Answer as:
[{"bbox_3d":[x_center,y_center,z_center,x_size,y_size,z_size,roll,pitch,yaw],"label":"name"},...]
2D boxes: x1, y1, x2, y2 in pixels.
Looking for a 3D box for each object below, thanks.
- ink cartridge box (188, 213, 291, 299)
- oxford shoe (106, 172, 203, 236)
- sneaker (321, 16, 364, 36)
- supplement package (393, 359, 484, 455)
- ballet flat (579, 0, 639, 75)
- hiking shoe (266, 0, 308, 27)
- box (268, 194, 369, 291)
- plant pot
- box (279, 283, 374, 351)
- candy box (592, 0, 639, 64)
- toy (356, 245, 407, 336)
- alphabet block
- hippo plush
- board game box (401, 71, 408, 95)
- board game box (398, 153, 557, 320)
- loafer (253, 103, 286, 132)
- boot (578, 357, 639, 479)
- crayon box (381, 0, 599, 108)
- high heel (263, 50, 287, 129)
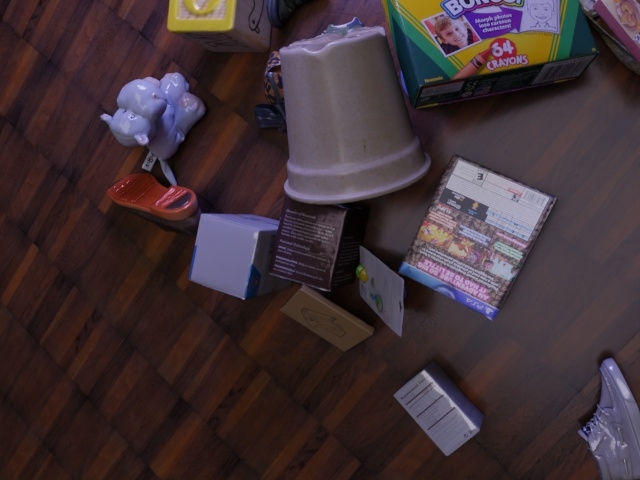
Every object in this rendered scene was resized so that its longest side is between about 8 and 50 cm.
[{"bbox_3d":[-0.181,0.031,1.479,0.168,0.233,0.171,15,98,23],"label":"ink cartridge box"},{"bbox_3d":[-0.465,-0.090,1.647,0.364,0.130,0.132,21,145,37],"label":"oxford shoe"},{"bbox_3d":[0.026,-0.490,1.469,0.192,0.064,0.086,-14,79,22],"label":"sneaker"},{"bbox_3d":[0.277,0.385,1.377,0.105,0.105,0.179,-46,75,17],"label":"supplement package"},{"bbox_3d":[0.629,-0.441,1.196,0.123,0.123,0.348,-46,76,17],"label":"ballet flat"},{"bbox_3d":[-0.049,-0.630,1.476,0.114,0.086,0.226,33,103,21],"label":"hiking shoe"},{"bbox_3d":[0.000,0.000,1.438,0.167,0.168,0.203,15,97,22],"label":"box"},{"bbox_3d":[0.054,-0.281,1.266,0.334,0.334,0.305,-2,115,22],"label":"plant pot"},{"bbox_3d":[0.011,0.192,1.432,0.201,0.021,0.164,32,147,-6],"label":"box"},{"bbox_3d":[0.696,-0.454,1.101,0.317,0.087,0.182,-30,79,-14],"label":"candy box"},{"bbox_3d":[0.155,0.108,1.373,0.056,0.237,0.136,-8,110,-21],"label":"toy"},{"bbox_3d":[-0.248,-0.595,1.498,0.194,0.197,0.192,6,95,21],"label":"alphabet block"},{"bbox_3d":[-0.482,-0.327,1.582,0.234,0.237,0.294,31,103,18],"label":"hippo plush"},{"bbox_3d":[0.274,-0.393,1.387,0.169,0.033,0.133,15,103,26],"label":"board game box"},{"bbox_3d":[0.348,-0.011,1.312,0.232,0.141,0.290,28,102,19],"label":"board game box"},{"bbox_3d":[-0.092,-0.310,1.529,0.170,0.062,0.061,16,121,22],"label":"loafer"},{"bbox_3d":[0.606,0.386,1.248,0.124,0.095,0.258,-19,86,15],"label":"boot"},{"bbox_3d":[0.332,-0.461,1.216,0.363,0.106,0.312,-12,75,-3],"label":"crayon box"},{"bbox_3d":[-0.104,-0.412,1.430,0.093,0.186,0.261,-17,61,6],"label":"high heel"}]
